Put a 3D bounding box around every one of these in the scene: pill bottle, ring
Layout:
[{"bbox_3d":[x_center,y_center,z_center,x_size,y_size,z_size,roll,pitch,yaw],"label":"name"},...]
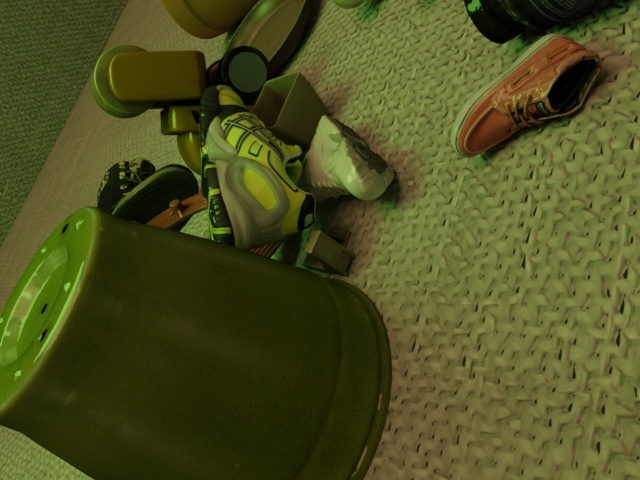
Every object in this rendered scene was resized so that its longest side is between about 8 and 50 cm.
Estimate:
[{"bbox_3d":[0.277,-0.320,0.746,0.219,0.123,0.122,-25,45,49],"label":"pill bottle"},{"bbox_3d":[-0.206,-0.004,1.081,0.337,0.032,0.336,-16,34,11],"label":"ring"}]

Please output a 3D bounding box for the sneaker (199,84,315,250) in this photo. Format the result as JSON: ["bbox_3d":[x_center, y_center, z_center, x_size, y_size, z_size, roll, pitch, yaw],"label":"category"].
[{"bbox_3d":[-0.108,-0.114,0.996,0.384,0.147,0.145,-108,17,-47],"label":"sneaker"}]

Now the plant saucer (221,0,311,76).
[{"bbox_3d":[-0.119,-0.452,1.457,0.311,0.050,0.310,-32,42,34],"label":"plant saucer"}]

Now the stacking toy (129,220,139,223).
[{"bbox_3d":[-0.364,0.124,0.972,0.279,0.130,0.309,7,101,47],"label":"stacking toy"}]

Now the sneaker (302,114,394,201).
[{"bbox_3d":[0.030,-0.094,0.947,0.115,0.090,0.232,-57,23,15],"label":"sneaker"}]

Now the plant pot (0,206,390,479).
[{"bbox_3d":[-0.172,0.143,0.760,0.366,0.353,0.366,-33,41,34],"label":"plant pot"}]

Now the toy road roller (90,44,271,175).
[{"bbox_3d":[-0.244,-0.226,1.209,0.202,0.330,0.240,-166,72,-68],"label":"toy road roller"}]

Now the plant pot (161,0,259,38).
[{"bbox_3d":[-0.245,-0.671,1.624,0.203,0.291,0.291,-4,59,32],"label":"plant pot"}]

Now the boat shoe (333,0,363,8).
[{"bbox_3d":[0.067,-0.533,1.243,0.098,0.109,0.302,98,180,-58],"label":"boat shoe"}]

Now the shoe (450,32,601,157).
[{"bbox_3d":[0.228,-0.154,0.735,0.178,0.063,0.081,-45,30,13],"label":"shoe"}]

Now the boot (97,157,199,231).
[{"bbox_3d":[-0.413,-0.093,1.485,0.377,0.138,0.284,-47,34,27],"label":"boot"}]

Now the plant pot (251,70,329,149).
[{"bbox_3d":[-0.052,-0.211,1.125,0.109,0.096,0.109,3,65,54],"label":"plant pot"}]

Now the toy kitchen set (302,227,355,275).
[{"bbox_3d":[0.000,0.000,0.903,0.083,0.075,0.068,7,68,50],"label":"toy kitchen set"}]
